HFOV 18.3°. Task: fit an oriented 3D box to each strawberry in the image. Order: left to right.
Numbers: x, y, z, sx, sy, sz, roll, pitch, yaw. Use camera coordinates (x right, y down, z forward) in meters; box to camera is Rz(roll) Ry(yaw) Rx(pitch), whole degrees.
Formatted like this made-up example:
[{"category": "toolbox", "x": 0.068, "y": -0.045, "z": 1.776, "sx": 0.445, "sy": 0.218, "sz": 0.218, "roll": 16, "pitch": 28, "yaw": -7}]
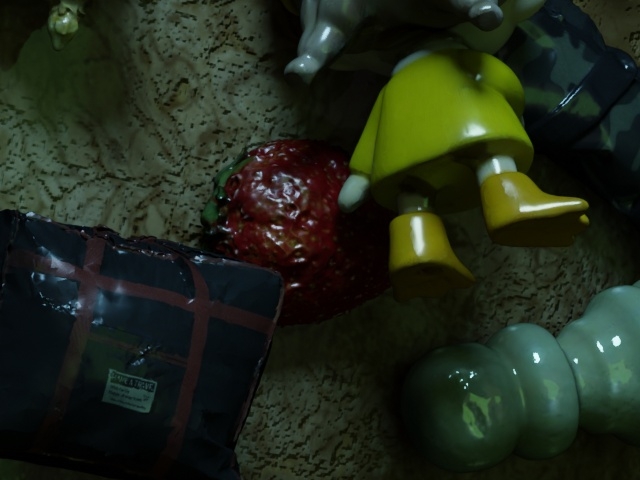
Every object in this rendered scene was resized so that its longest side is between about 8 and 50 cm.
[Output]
[{"category": "strawberry", "x": 0.000, "y": 0.000, "z": 1.454, "sx": 0.187, "sy": 0.082, "sz": 0.146, "roll": 10, "pitch": 90, "yaw": -30}]

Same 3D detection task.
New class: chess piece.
[{"category": "chess piece", "x": 0.178, "y": 0.110, "z": 1.508, "sx": 0.243, "sy": 0.133, "sz": 0.133, "roll": -12, "pitch": 93, "yaw": -22}]

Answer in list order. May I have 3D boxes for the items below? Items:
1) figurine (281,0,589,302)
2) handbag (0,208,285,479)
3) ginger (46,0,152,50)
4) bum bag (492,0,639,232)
[{"category": "figurine", "x": 0.082, "y": -0.145, "z": 1.390, "sx": 0.215, "sy": 0.187, "sz": 0.344, "roll": -18, "pitch": 68, "yaw": 13}, {"category": "handbag", "x": -0.141, "y": 0.075, "z": 1.330, "sx": 0.215, "sy": 0.155, "sz": 0.169, "roll": 14, "pitch": 77, "yaw": -21}, {"category": "ginger", "x": -0.166, "y": -0.235, "z": 1.350, "sx": 0.157, "sy": 0.102, "sz": 0.216, "roll": 6, "pitch": 89, "yaw": 8}, {"category": "bum bag", "x": 0.227, "y": -0.090, "z": 1.554, "sx": 0.340, "sy": 0.095, "sz": 0.144, "roll": 36, "pitch": 57, "yaw": -22}]
